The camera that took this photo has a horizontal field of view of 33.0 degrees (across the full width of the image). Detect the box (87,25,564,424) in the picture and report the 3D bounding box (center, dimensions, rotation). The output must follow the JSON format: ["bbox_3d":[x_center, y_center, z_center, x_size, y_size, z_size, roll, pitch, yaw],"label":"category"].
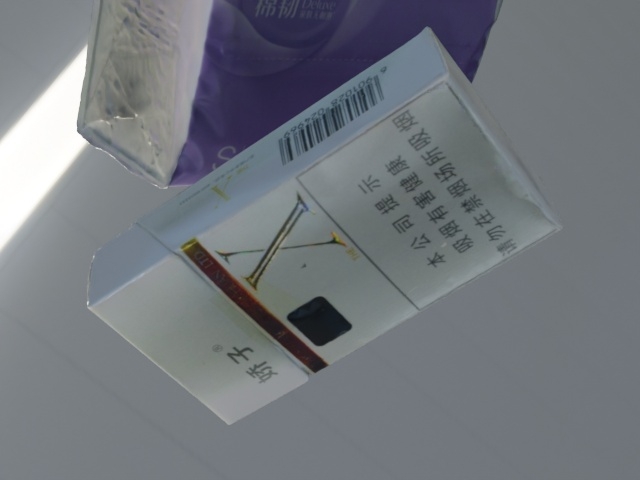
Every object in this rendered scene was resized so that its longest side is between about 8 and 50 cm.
[{"bbox_3d":[0.000,0.000,0.397,0.084,0.154,0.040,45,-160,-36],"label":"box"}]

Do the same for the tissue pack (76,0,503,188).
[{"bbox_3d":[-0.011,-0.180,0.908,0.338,0.242,0.160,-8,-149,-43],"label":"tissue pack"}]
